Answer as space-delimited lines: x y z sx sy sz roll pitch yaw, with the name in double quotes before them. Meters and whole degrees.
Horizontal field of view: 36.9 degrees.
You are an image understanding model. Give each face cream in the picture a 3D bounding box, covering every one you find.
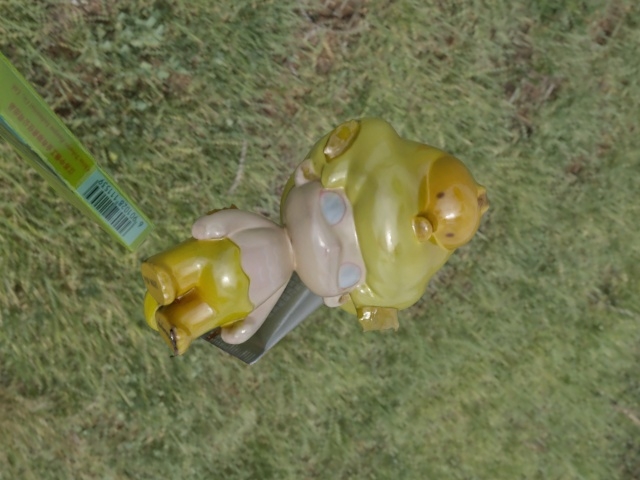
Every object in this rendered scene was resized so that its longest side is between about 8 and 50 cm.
"face cream" 0.007 0.012 1.045 0.341 0.137 0.084 -37 127 -29

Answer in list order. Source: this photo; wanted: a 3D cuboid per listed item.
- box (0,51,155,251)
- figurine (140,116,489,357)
"box" -0.315 -0.128 1.001 0.047 0.187 0.335 -47 142 -11
"figurine" 0.000 0.000 0.652 0.246 0.131 0.156 -19 110 -23
